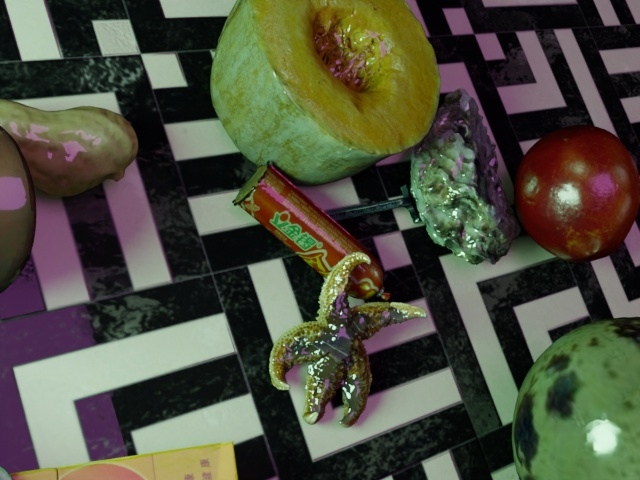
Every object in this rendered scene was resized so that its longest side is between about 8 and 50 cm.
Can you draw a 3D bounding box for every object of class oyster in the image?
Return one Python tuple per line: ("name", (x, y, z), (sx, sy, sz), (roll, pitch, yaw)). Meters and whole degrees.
("oyster", (0.231, -0.096, 1.325), (0.198, 0.112, 0.268), (-33, 96, -37))

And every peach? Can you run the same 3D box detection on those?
("peach", (0.422, -0.068, 1.374), (0.199, 0.243, 0.244), (1, 62, 17))

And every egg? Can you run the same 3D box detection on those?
("egg", (0.455, 0.314, 1.157), (0.345, 0.345, 0.428), (-36, 104, -36))

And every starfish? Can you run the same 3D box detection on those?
("starfish", (0.034, 0.134, 1.131), (0.215, 0.071, 0.238), (2, 93, -24))

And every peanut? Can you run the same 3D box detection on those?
("peanut", (-0.349, -0.114, 1.001), (0.263, 0.101, 0.117), (3, 50, -29))

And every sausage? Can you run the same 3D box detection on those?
("sausage", (0.000, 0.000, 1.175), (0.264, 0.083, 0.083), (40, 56, -12))

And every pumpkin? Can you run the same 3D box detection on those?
("pumpkin", (-0.011, -0.244, 1.211), (0.332, 0.199, 0.333), (14, 66, -34))

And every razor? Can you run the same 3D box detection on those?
("razor", (0.075, -0.049, 1.266), (0.190, 0.033, 0.066), (-10, 76, -33))

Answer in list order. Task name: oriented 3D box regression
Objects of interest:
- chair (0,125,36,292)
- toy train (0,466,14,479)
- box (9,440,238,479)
("chair", (-0.496, 0.000, 0.792), (0.400, 0.226, 0.227), (-12, 77, -33))
("toy train", (-0.433, 0.258, 0.776), (0.304, 0.150, 0.221), (40, 70, 1))
("box", (-0.218, 0.316, 0.914), (0.269, 0.043, 0.152), (-3, 70, -19))
